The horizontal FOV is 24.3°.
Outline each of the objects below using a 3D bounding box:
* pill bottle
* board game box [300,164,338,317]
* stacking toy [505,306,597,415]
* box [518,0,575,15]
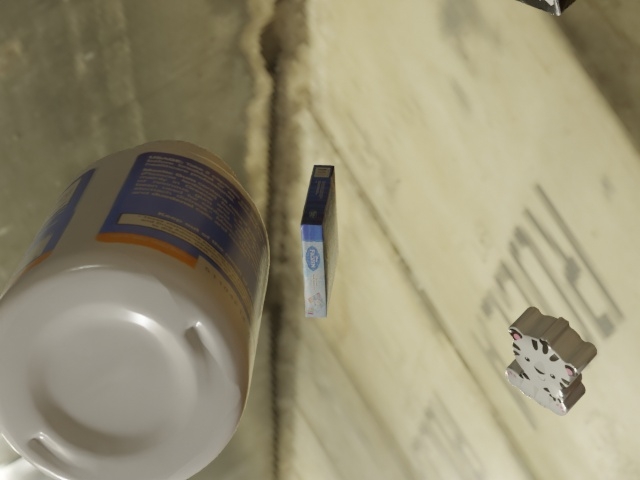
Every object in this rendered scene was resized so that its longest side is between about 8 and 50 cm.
[{"bbox_3d":[-0.110,0.029,0.933,0.152,0.152,0.272,-36,-165,15],"label":"pill bottle"},{"bbox_3d":[0.000,0.000,1.194,0.020,0.090,0.090,2,125,6],"label":"board game box"},{"bbox_3d":[0.218,0.052,0.703,0.167,0.221,0.052,-43,152,-28],"label":"stacking toy"},{"bbox_3d":[0.310,-0.434,1.572,0.322,0.079,0.257,-43,142,-25],"label":"box"}]
